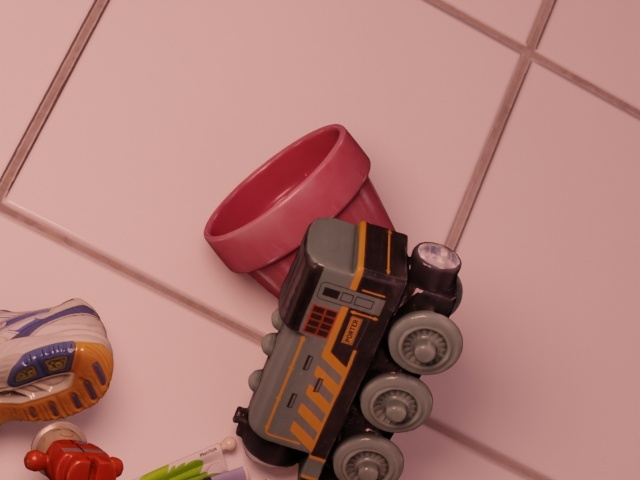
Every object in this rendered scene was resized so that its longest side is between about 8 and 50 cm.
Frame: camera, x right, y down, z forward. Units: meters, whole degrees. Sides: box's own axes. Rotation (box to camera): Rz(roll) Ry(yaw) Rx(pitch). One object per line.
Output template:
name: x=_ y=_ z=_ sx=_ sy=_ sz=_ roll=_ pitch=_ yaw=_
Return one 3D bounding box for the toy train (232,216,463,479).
toy train: x=0.030 y=0.127 z=1.749 sx=0.190 sy=0.334 sz=0.142 roll=18 pitch=33 yaw=-6

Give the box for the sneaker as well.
sneaker: x=-0.364 y=0.140 z=1.722 sx=0.296 sy=0.131 sz=0.112 roll=-10 pitch=123 yaw=-5

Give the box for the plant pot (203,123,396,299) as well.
plant pot: x=0.000 y=0.000 z=1.835 sx=0.201 sy=0.201 sz=0.180 roll=-46 pitch=108 yaw=-24

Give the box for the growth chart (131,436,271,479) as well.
growth chart: x=-0.099 y=0.334 z=1.789 sx=0.172 sy=0.021 sz=0.237 roll=-27 pitch=86 yaw=-23

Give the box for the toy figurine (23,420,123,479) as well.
toy figurine: x=-0.266 y=0.312 z=1.651 sx=0.213 sy=0.148 sz=0.209 roll=-41 pitch=112 yaw=-14
